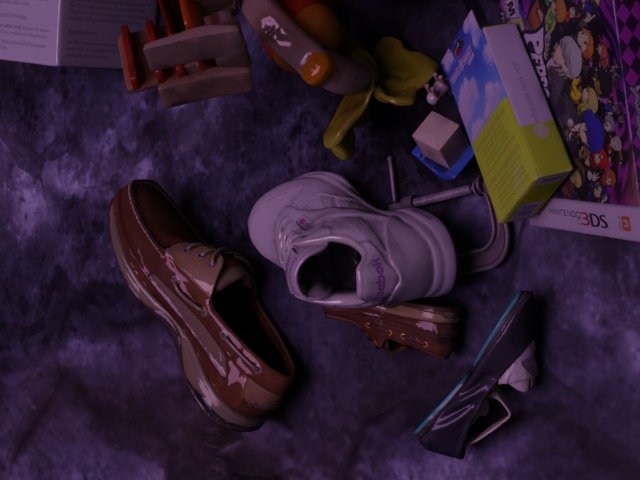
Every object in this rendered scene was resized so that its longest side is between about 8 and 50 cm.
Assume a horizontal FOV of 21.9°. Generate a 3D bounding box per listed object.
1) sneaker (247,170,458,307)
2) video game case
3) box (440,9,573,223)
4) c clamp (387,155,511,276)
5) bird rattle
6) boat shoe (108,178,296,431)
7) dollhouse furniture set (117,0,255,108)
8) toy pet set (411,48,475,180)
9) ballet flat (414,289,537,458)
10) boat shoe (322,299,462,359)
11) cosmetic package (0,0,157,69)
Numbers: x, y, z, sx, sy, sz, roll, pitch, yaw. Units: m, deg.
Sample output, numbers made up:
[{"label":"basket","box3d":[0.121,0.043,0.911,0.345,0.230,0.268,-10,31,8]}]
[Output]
[{"label":"sneaker","box3d":[0.000,0.000,1.731,0.305,0.152,0.114,14,113,51]},{"label":"video game case","box3d":[0.239,-0.120,1.498,0.210,0.042,0.232,-166,66,-68]},{"label":"box","box3d":[0.172,-0.118,1.554,0.109,0.042,0.178,120,136,-63]},{"label":"c clamp","box3d":[0.129,-0.028,1.704,0.161,0.022,0.137,-6,88,45]},{"label":"bird rattle","box3d":[-0.004,-0.222,1.715,0.143,0.207,0.253,-38,74,19]},{"label":"boat shoe","box3d":[-0.125,0.059,1.905,0.120,0.122,0.324,-42,72,32]},{"label":"dollhouse furniture set","box3d":[-0.155,-0.247,1.648,0.135,0.259,0.262,-13,66,0]},{"label":"toy pet set","box3d":[0.154,-0.116,1.665,0.122,0.065,0.114,32,78,36]},{"label":"ballet flat","box3d":[0.173,0.141,1.646,0.074,0.074,0.203,49,117,31]},{"label":"boat shoe","box3d":[0.070,0.088,1.740,0.178,0.064,0.060,7,95,42]},{"label":"cosmetic package","box3d":[-0.301,-0.306,2.024,0.151,0.151,0.183,12,99,44]}]
